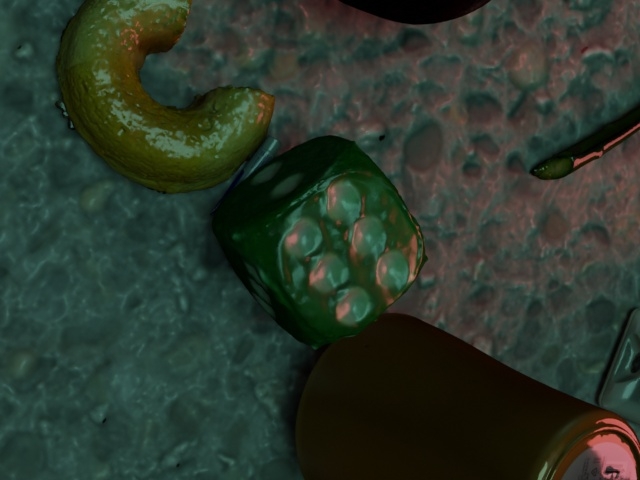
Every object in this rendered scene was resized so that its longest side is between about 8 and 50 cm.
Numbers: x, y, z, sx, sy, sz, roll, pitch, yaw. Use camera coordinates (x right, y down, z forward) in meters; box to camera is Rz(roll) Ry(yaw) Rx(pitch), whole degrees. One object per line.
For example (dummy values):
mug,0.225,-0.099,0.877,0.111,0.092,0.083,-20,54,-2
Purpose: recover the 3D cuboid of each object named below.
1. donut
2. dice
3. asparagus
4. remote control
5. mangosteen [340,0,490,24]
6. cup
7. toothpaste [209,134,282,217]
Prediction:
donut,-0.122,-0.117,0.751,0.146,0.078,0.181,-36,105,-17
dice,0.000,0.000,0.778,0.131,0.120,0.128,-38,113,-13
asparagus,0.301,-0.119,0.949,0.236,0.027,0.034,-34,117,-16
remote control,0.433,0.177,1.013,0.313,0.055,0.109,25,85,-22
mangosteen,0.086,-0.281,0.718,0.236,0.261,0.235,1,89,-39
cup,0.123,0.183,0.788,0.182,0.264,0.226,-45,120,-21
toothpaste,-0.061,-0.050,0.814,0.024,0.015,0.083,33,88,-23
